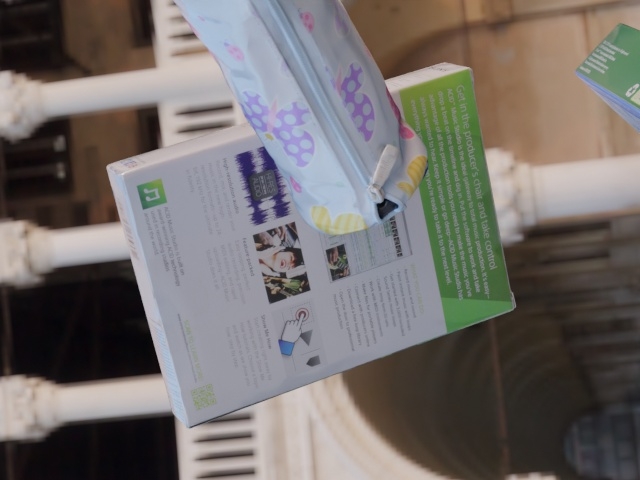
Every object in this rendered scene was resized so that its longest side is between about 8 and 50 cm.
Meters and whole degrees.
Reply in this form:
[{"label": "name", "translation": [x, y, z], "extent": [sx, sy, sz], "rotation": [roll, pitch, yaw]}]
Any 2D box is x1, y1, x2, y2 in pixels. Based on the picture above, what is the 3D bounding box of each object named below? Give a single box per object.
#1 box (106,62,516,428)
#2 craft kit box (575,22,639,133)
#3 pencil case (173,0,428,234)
[{"label": "box", "translation": [0.000, 0.000, 1.292], "extent": [0.058, 0.322, 0.232], "rotation": [-146, 41, -65]}, {"label": "craft kit box", "translation": [0.301, -0.032, 0.999], "extent": [0.247, 0.061, 0.250], "rotation": [42, -172, -15]}, {"label": "pencil case", "translation": [-0.019, -0.130, 1.121], "extent": [0.273, 0.114, 0.124], "rotation": [58, -167, -33]}]
